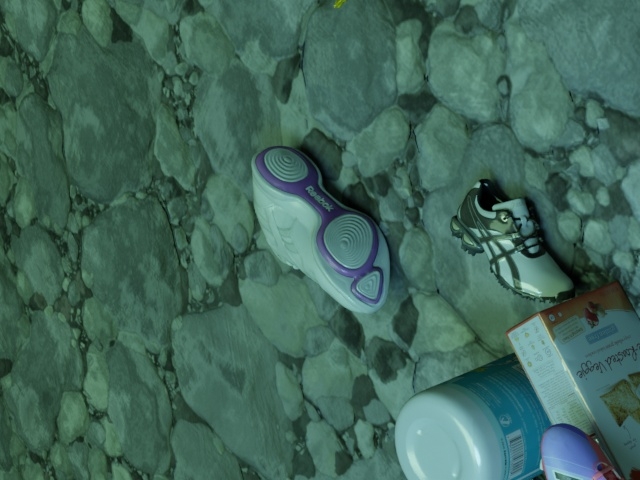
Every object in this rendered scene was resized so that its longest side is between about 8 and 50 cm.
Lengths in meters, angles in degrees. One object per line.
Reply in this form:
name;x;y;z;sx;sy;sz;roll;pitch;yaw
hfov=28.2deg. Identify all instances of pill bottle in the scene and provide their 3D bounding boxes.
pill bottle;0.225;0.215;1.520;0.146;0.264;0.146;19;116;45

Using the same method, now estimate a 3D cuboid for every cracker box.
cracker box;0.333;0.176;1.466;0.067;0.155;0.232;-38;74;48

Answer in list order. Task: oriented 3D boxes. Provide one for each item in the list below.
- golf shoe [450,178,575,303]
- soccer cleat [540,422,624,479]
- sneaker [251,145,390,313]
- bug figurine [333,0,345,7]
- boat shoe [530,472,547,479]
golf shoe;0.242;0.000;1.575;0.198;0.077;0.094;40;130;32
soccer cleat;0.319;0.298;1.335;0.248;0.083;0.095;63;147;6
sneaker;0.000;0.000;1.857;0.305;0.114;0.152;54;151;29
bug figurine;0.051;-0.435;1.651;0.279;0.072;0.216;-35;82;45
boat shoe;0.260;0.326;1.668;0.080;0.073;0.224;-43;69;47
